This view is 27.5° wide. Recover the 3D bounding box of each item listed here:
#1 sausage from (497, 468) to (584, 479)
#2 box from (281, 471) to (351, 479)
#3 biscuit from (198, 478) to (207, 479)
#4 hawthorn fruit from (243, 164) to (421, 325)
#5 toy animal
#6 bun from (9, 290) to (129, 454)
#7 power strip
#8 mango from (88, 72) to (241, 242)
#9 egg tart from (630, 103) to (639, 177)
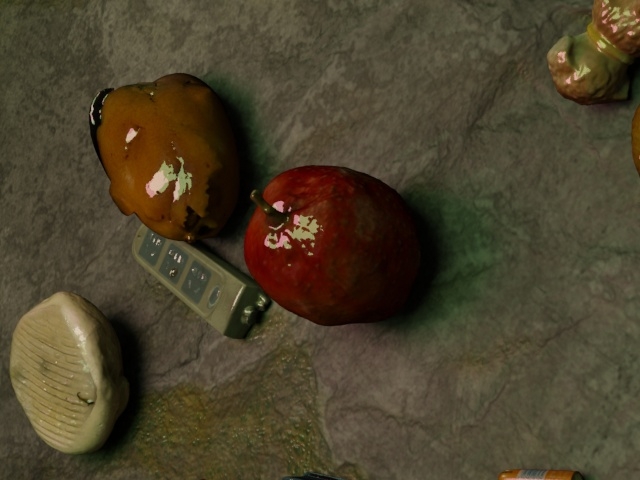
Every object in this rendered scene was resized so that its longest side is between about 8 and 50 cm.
[{"bbox_3d":[0.234,0.263,1.417,0.107,0.031,0.031,-6,74,42],"label":"sausage"},{"bbox_3d":[-0.007,0.323,1.601,0.099,0.054,0.074,3,78,43],"label":"box"},{"bbox_3d":[-0.138,0.501,1.633,0.312,0.110,0.318,37,104,39],"label":"biscuit"},{"bbox_3d":[0.000,0.000,1.549,0.205,0.253,0.205,-17,64,39],"label":"hawthorn fruit"},{"bbox_3d":[0.341,-0.206,1.405,0.185,0.104,0.184,-50,49,15],"label":"toy animal"},{"bbox_3d":[-0.359,0.190,1.916,0.210,0.116,0.237,5,96,40],"label":"bun"},{"bbox_3d":[-0.178,0.045,1.842,0.286,0.048,0.080,35,101,44],"label":"power strip"},{"bbox_3d":[-0.208,-0.122,1.842,0.201,0.153,0.287,-43,53,29],"label":"mango"},{"bbox_3d":[0.403,-0.093,1.268,0.147,0.203,0.202,-24,63,49],"label":"egg tart"}]
